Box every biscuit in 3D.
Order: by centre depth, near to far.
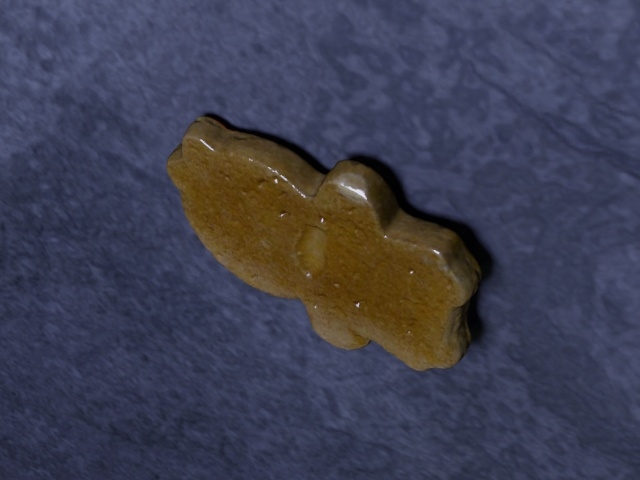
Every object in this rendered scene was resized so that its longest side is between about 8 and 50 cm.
[{"bbox_3d":[0.000,0.000,0.970,0.225,0.036,0.166,24,143,20],"label":"biscuit"}]
